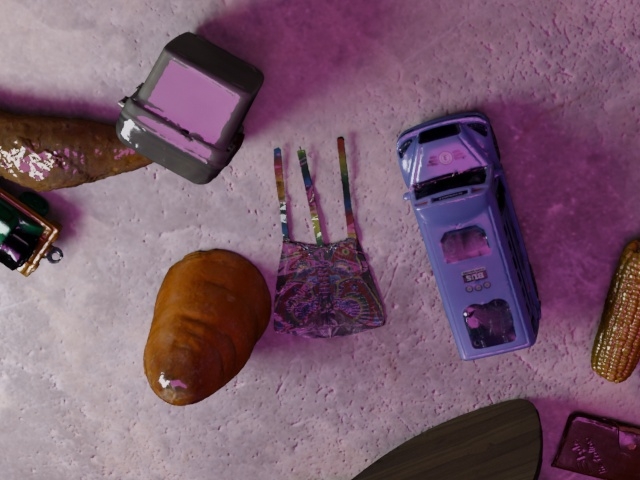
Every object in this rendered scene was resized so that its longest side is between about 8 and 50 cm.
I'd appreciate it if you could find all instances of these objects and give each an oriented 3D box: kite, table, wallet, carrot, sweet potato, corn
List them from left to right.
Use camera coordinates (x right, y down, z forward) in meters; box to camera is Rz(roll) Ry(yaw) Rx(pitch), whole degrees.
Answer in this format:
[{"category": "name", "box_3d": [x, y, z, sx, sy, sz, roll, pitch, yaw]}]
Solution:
[{"category": "sweet potato", "box_3d": [-0.364, -0.121, 1.603, 0.341, 0.092, 0.114, 13, 78, 3]}, {"category": "carrot", "box_3d": [-0.164, 0.127, 1.615, 0.159, 0.225, 0.159, 5, 115, 10]}, {"category": "kite", "box_3d": [0.000, 0.000, 1.651, 0.152, 0.015, 0.285, -4, 113, 6]}, {"category": "table", "box_3d": [0.211, 0.423, 1.636, 0.317, 0.317, 0.249, -23, 112, 16]}, {"category": "wallet", "box_3d": [0.413, 0.294, 1.703, 0.176, 0.026, 0.095, 16, 114, 2]}, {"category": "corn", "box_3d": [0.396, 0.089, 1.603, 0.068, 0.068, 0.207, 13, 112, 2]}]

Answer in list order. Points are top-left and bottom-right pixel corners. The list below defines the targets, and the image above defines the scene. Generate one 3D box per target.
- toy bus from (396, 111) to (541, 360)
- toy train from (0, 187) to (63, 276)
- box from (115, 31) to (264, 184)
[{"category": "toy bus", "box_3d": [0.185, -0.005, 1.558, 0.125, 0.133, 0.292, -14, 109, 13]}, {"category": "toy train", "box_3d": [-0.441, -0.031, 1.631, 0.227, 0.136, 0.091, 37, 112, -5]}, {"category": "box", "box_3d": [-0.153, -0.163, 1.504, 0.148, 0.210, 0.129, 29, 105, -5]}]
